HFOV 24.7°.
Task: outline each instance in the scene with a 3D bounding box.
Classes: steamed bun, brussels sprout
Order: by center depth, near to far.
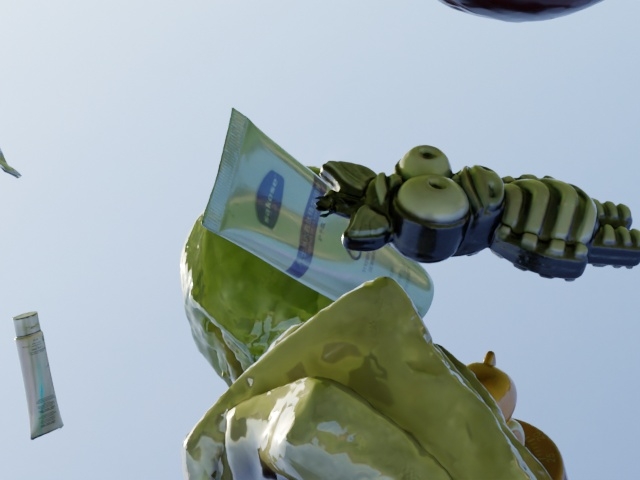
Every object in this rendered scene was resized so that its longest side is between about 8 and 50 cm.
[{"bbox_3d":[0.021,0.251,0.582,0.247,0.428,0.189,-23,-176,36],"label":"steamed bun"},{"bbox_3d":[-0.030,0.072,1.721,0.268,0.344,0.344,3,-155,21],"label":"brussels sprout"}]

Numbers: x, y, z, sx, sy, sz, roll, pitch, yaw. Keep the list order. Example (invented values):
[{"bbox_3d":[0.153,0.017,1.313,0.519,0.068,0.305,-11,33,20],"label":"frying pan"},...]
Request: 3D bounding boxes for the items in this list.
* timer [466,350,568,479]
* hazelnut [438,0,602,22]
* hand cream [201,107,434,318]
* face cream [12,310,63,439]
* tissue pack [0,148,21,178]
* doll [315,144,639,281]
[{"bbox_3d":[0.121,0.151,1.078,0.132,0.152,0.132,-6,-146,4],"label":"timer"},{"bbox_3d":[0.119,-0.242,0.867,0.229,0.230,0.229,-9,-158,4],"label":"hazelnut"},{"bbox_3d":[0.000,0.000,1.342,0.067,0.320,0.109,-2,-114,38],"label":"hand cream"},{"bbox_3d":[-0.256,0.122,1.319,0.020,0.115,0.038,1,-165,43],"label":"face cream"},{"bbox_3d":[-0.318,-0.133,1.165,0.026,0.193,0.122,-41,163,4],"label":"tissue pack"},{"bbox_3d":[0.105,-0.017,0.945,0.219,0.067,0.091,6,-143,-13],"label":"doll"}]
